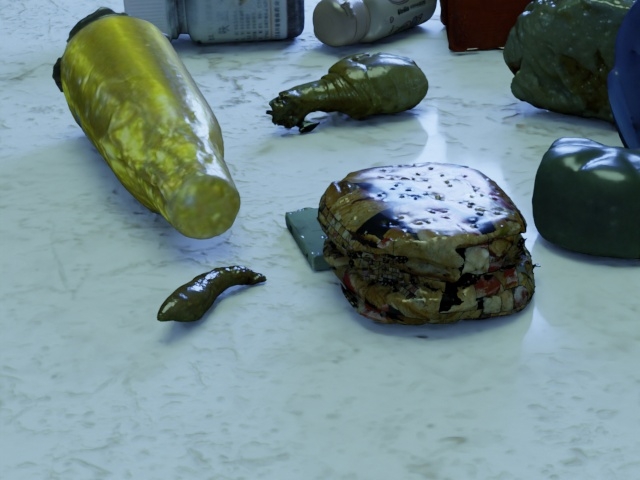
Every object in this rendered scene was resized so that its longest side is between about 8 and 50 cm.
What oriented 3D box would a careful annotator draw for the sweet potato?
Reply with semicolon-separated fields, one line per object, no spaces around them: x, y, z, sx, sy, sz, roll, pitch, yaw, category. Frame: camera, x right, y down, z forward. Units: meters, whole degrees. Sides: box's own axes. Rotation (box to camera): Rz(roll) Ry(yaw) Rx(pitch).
-0.114;0.052;1.247;0.041;0.038;0.153;37;33;21;sweet potato

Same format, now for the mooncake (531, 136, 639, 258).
0.313;-0.052;1.349;0.175;0.104;0.168;-7;21;-17;mooncake

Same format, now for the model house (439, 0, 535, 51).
0.257;-0.419;1.964;0.160;0.196;0.254;-5;27;-1;model house

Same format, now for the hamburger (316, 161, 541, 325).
0.108;-0.005;1.259;0.231;0.107;0.231;-1;28;0;hamburger

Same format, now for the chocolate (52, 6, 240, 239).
-0.202;-0.135;1.489;0.162;0.162;0.445;-11;30;-16;chocolate

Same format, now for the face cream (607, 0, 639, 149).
0.474;-0.175;1.413;0.225;0.249;0.249;-13;29;-15;face cream

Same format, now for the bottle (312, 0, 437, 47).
0.075;-0.356;1.968;0.209;0.097;0.110;-25;-3;-37;bottle

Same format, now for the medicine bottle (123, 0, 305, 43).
-0.164;-0.387;1.967;0.273;0.165;0.165;-5;27;-4;medicine bottle

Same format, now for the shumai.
0.385;-0.261;1.655;0.255;0.189;0.218;18;35;25;shumai

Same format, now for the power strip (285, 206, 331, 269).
0.000;0.000;1.357;0.050;0.019;0.136;-7;27;-15;power strip

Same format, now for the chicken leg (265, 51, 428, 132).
0.031;-0.195;1.679;0.227;0.088;0.103;-15;39;-11;chicken leg
